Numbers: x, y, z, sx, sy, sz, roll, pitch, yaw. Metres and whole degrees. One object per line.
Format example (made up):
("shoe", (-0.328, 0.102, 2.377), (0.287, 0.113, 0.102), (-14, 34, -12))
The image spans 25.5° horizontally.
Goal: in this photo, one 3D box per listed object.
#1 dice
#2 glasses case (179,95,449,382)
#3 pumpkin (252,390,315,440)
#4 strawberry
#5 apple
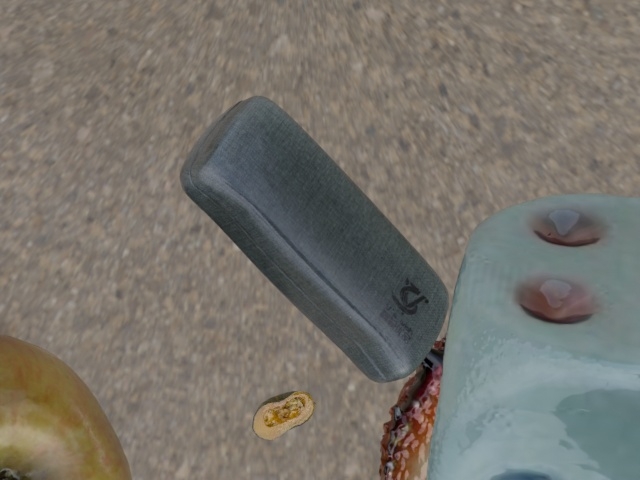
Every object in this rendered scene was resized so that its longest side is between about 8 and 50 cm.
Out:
("dice", (0.226, 0.134, 1.098), (0.263, 0.268, 0.264), (7, 121, 9))
("glasses case", (0.000, 0.000, 1.447), (0.323, 0.131, 0.074), (46, 142, -19))
("pumpkin", (-0.047, 0.208, 1.716), (0.083, 0.028, 0.050), (-18, 113, -13))
("strawberry", (0.149, 0.205, 1.631), (0.306, 0.138, 0.233), (-18, 100, -33))
("apple", (-0.409, 0.300, 1.671), (0.391, 0.391, 0.346), (44, 141, -11))
